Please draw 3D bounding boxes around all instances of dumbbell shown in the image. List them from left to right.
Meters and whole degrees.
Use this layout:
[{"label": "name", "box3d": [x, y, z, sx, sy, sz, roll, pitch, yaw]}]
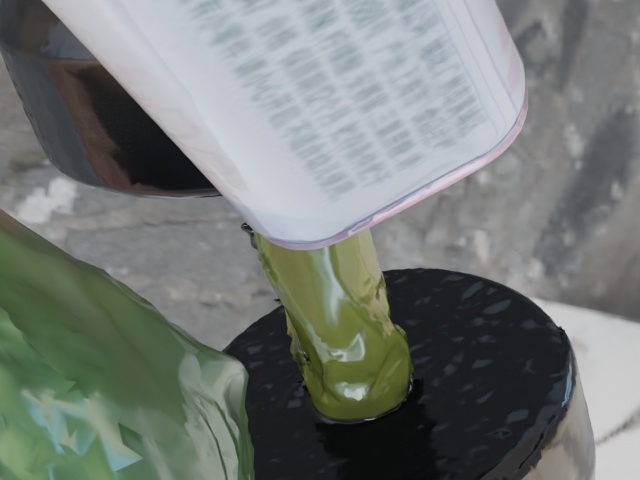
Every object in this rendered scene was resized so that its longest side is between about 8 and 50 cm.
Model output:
[{"label": "dumbbell", "box3d": [0.000, 0.000, 0.710, 0.204, 0.204, 0.322, -38, 127, -29]}]

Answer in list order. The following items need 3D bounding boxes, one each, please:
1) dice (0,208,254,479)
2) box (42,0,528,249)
[{"label": "dice", "box3d": [-0.194, 0.160, 0.422, 0.322, 0.318, 0.330, 12, 69, 2]}, {"label": "box", "box3d": [-0.062, -0.147, 0.347, 0.112, 0.190, 0.369, -30, 152, 6]}]
